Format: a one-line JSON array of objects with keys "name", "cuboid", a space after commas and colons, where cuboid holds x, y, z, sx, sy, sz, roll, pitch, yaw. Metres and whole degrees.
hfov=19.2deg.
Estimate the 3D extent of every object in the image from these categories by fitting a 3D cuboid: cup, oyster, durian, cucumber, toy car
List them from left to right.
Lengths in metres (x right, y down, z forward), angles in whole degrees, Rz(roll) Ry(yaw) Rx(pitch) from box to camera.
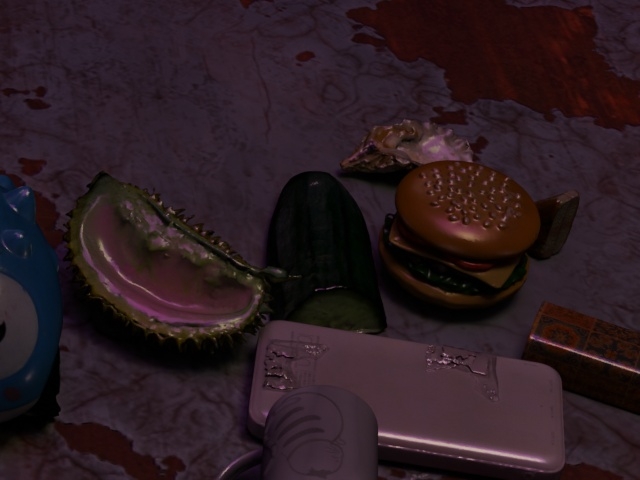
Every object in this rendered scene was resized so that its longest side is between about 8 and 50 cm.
[{"name": "toy car", "cuboid": [-0.313, 0.037, 1.620, 0.189, 0.190, 0.255, 2, 39, -15]}, {"name": "durian", "cuboid": [-0.140, 0.036, 1.754, 0.221, 0.095, 0.137, 28, 75, 18]}, {"name": "cup", "cuboid": [-0.019, 0.193, 1.565, 0.136, 0.099, 0.133, 10, 37, -4]}, {"name": "cucumber", "cuboid": [0.000, 0.000, 1.868, 0.115, 0.063, 0.244, 4, 35, -12]}, {"name": "oyster", "cuboid": [0.108, -0.090, 2.030, 0.122, 0.045, 0.146, 26, 31, 24]}]

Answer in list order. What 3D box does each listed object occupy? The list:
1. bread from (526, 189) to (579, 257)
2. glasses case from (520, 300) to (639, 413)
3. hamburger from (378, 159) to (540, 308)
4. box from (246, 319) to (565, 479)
[{"name": "bread", "cuboid": [0.228, -0.013, 1.958, 0.043, 0.062, 0.109, -18, 3, -37]}, {"name": "glasses case", "cuboid": [0.303, 0.123, 1.793, 0.218, 0.049, 0.075, 19, 37, 9]}, {"name": "hamburger", "cuboid": [0.137, -0.006, 1.864, 0.162, 0.115, 0.162, 7, 38, -6]}, {"name": "box", "cuboid": [0.079, 0.144, 1.709, 0.285, 0.044, 0.142, 10, 38, -3]}]
